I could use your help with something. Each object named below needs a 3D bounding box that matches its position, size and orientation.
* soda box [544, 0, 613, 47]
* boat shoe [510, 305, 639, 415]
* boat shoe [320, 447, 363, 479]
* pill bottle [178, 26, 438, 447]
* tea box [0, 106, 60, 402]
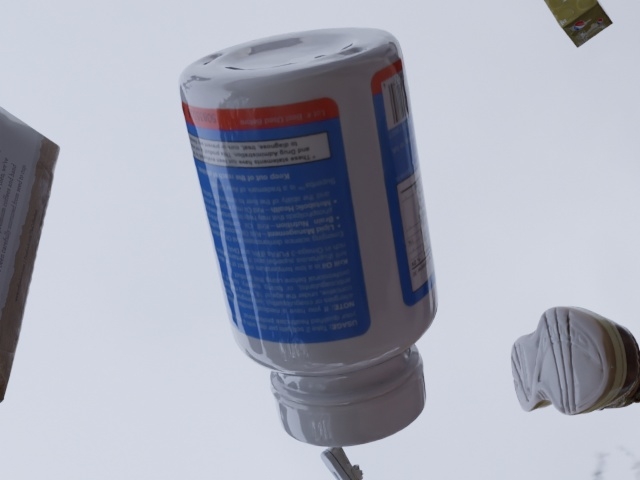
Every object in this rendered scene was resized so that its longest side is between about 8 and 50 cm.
[{"bbox_3d":[0.340,-0.360,1.588,0.058,0.061,0.181,33,-151,-49],"label":"soda box"},{"bbox_3d":[0.318,0.142,1.308,0.123,0.342,0.123,-5,-103,-5],"label":"boat shoe"},{"bbox_3d":[0.040,0.303,1.449,0.035,0.035,0.100,-38,-83,-24],"label":"boat shoe"},{"bbox_3d":[0.000,0.000,0.639,0.124,0.124,0.221,-31,-61,-45],"label":"pill bottle"},{"bbox_3d":[-0.452,0.040,1.079,0.220,0.324,0.329,35,-143,-33],"label":"tea box"}]
